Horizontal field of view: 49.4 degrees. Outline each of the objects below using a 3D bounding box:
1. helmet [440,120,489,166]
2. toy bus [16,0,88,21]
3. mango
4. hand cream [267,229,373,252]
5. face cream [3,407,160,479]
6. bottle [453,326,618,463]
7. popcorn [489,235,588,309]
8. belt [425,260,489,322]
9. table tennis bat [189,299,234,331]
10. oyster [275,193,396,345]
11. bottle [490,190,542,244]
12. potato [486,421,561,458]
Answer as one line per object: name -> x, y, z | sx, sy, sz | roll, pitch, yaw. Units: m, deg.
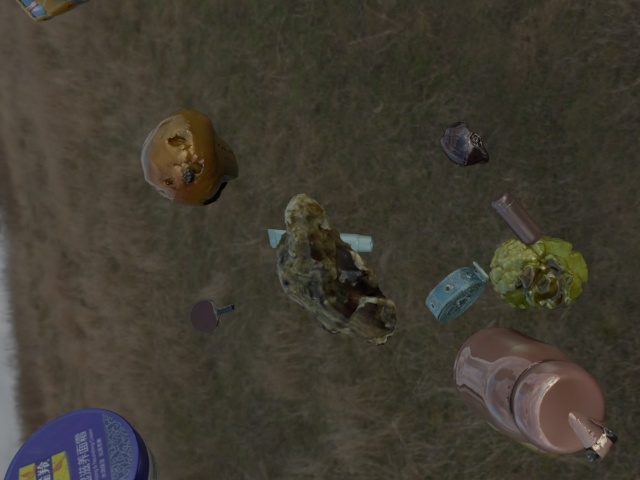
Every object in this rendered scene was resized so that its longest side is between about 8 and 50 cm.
helmet -> 0.330, -0.216, 1.630 | 0.123, 0.070, 0.098 | 56, 168, 15
toy bus -> -0.525, -0.510, 1.277 | 0.136, 0.209, 0.126 | -25, 25, 23
mango -> -0.211, -0.138, 1.137 | 0.248, 0.151, 0.156 | -68, -14, -77
hand cream -> 0.000, 0.000, 2.190 | 0.085, 0.331, 0.058 | 80, -161, -49
face cream -> -0.342, 0.360, 1.012 | 0.111, 0.206, 0.206 | 77, 166, -44
bottle -> 0.364, 0.261, 1.174 | 0.206, 0.173, 0.297 | 45, 174, -7
popcorn -> 0.627, 0.092, 2.010 | 0.258, 0.270, 0.224 | 5, 91, 48
belt -> 0.365, 0.150, 1.878 | 0.082, 0.148, 0.163 | 53, 147, 31
table tennis bat -> -0.170, 0.115, 1.087 | 0.083, 0.007, 0.050 | -18, 84, 26
oyster -> 0.030, 0.057, 1.217 | 0.294, 0.166, 0.094 | 40, 155, -1
bottle -> 0.453, -0.052, 1.607 | 0.140, 0.053, 0.053 | 46, 156, -15
potato -> 0.435, 0.398, 1.485 | 0.200, 0.164, 0.081 | 29, 111, 41
